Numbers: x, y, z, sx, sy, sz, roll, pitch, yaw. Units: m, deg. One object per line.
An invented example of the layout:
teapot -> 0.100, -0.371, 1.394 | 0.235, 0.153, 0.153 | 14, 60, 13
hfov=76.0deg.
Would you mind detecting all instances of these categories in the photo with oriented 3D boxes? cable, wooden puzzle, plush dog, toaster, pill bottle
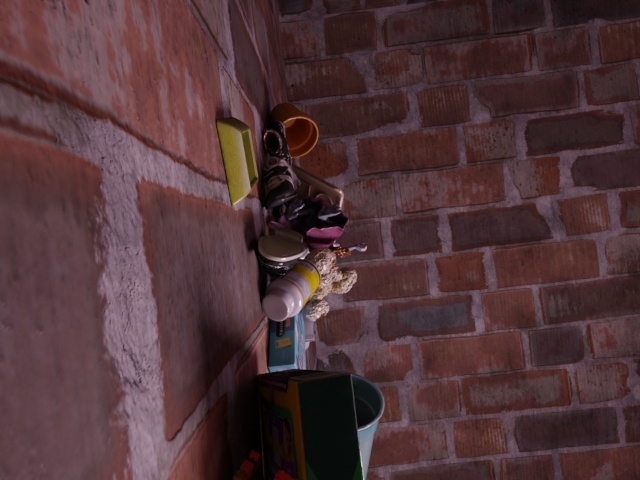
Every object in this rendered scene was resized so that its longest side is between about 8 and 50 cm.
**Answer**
cable -> -0.134, -0.099, 1.612 | 0.150, 0.047, 0.184 | 23, 43, -61
wooden puzzle -> -0.025, -0.131, 1.763 | 0.322, 0.080, 0.348 | 34, -48, 36
plush dog -> -0.006, 0.112, 1.439 | 0.262, 0.210, 0.225 | -39, 153, -34
toaster -> -0.079, 0.323, 1.602 | 0.168, 0.110, 0.186 | 73, 11, -78
pill bottle -> -0.086, 0.145, 1.204 | 0.215, 0.117, 0.117 | -45, 132, -59

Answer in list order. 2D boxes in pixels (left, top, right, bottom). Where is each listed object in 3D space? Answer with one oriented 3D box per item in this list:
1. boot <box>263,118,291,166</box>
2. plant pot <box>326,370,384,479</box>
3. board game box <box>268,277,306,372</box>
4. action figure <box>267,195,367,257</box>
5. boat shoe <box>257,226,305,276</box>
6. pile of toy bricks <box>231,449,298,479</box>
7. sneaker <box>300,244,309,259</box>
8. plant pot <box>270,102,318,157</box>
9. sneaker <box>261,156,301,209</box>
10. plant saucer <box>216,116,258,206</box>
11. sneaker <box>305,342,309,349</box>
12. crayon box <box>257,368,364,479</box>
boot -> -0.172, -0.343, 1.615 | 0.178, 0.085, 0.236 | -83, 168, -64
plant pot -> 0.056, 0.733, 1.541 | 0.341, 0.341, 0.334 | -92, -176, -73
board game box -> -0.101, 0.324, 1.311 | 0.336, 0.079, 0.254 | -94, 177, -50
action figure -> 0.000, 0.000, 1.528 | 0.248, 0.275, 0.370 | 42, -18, 23
boat shoe -> -0.121, 0.045, 1.174 | 0.340, 0.127, 0.113 | -100, -151, -77
pile of toy bricks -> -0.106, 0.440, 0.631 | 0.105, 0.118, 0.212 | -39, 146, -55
sneaker -> -0.082, 0.087, 1.671 | 0.114, 0.152, 0.305 | -147, -129, -81
plant pot -> -0.135, -0.499, 1.797 | 0.205, 0.205, 0.188 | 82, -13, -51
sneaker -> -0.153, -0.206, 1.405 | 0.330, 0.122, 0.146 | -90, 155, -70
plant saucer -> -0.186, -0.193, 0.963 | 0.188, 0.045, 0.188 | -93, 177, -71
sneaker -> -0.076, 0.470, 1.951 | 0.212, 0.080, 0.094 | 83, 12, -67
crayon box -> -0.031, 0.420, 0.795 | 0.363, 0.106, 0.313 | 141, -56, -66
